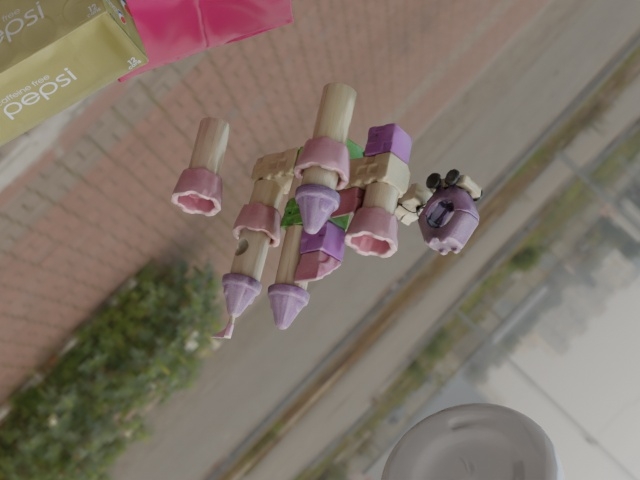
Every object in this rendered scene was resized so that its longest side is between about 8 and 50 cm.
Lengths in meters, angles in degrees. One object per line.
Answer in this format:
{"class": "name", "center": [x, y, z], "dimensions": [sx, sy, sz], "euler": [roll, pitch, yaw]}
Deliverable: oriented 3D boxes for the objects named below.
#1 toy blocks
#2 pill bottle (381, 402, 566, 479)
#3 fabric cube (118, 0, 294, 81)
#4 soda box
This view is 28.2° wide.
{"class": "toy blocks", "center": [0.000, 0.000, 1.622], "dimensions": [0.288, 0.309, 0.260], "euler": [-10, -121, 41]}
{"class": "pill bottle", "center": [0.113, 0.200, 0.817], "dimensions": [0.112, 0.112, 0.187], "euler": [-43, 137, -19]}
{"class": "fabric cube", "center": [-0.197, -0.402, 1.596], "dimensions": [0.259, 0.254, 0.258], "euler": [-21, 156, -9]}
{"class": "soda box", "center": [-0.202, -0.102, 0.789], "dimensions": [0.181, 0.061, 0.058], "euler": [-29, 148, 7]}
